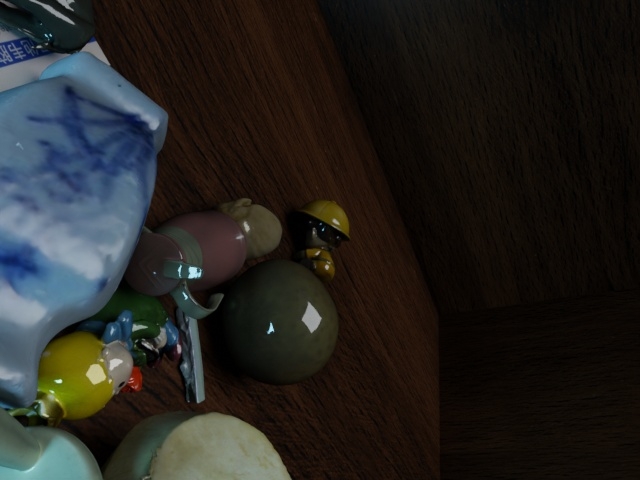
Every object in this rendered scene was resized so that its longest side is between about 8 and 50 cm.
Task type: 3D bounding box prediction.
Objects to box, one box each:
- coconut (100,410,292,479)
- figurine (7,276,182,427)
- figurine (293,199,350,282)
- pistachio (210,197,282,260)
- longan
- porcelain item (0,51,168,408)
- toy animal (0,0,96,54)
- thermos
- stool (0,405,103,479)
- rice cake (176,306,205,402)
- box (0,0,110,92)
[{"bbox_3d":[-0.178,0.392,0.580,0.323,0.323,0.322,-13,90,-67],"label":"coconut"},{"bbox_3d":[-0.297,0.176,0.644,0.234,0.128,0.185,-90,162,-53],"label":"figurine"},{"bbox_3d":[0.005,-0.001,1.375,0.192,0.168,0.256,60,27,-65],"label":"figurine"},{"bbox_3d":[-0.169,-0.019,1.024,0.138,0.153,0.238,39,15,14],"label":"pistachio"},{"bbox_3d":[-0.087,0.173,0.967,0.258,0.258,0.257,-13,90,-67],"label":"longan"},{"bbox_3d":[-0.332,-0.034,0.536,0.243,0.179,0.404,38,45,-31],"label":"porcelain item"},{"bbox_3d":[-0.371,-0.369,0.617,0.146,0.115,0.244,7,92,-59],"label":"toy animal"},{"bbox_3d":[-0.215,0.035,0.757,0.176,0.146,0.265,56,6,-3],"label":"thermos"},{"bbox_3d":[-0.315,0.242,0.381,0.195,0.195,0.198,48,-18,27],"label":"stool"},{"bbox_3d":[-0.242,0.210,0.852,0.042,0.031,0.179,15,64,-71],"label":"rice cake"},{"bbox_3d":[-0.446,-0.271,0.590,0.200,0.065,0.343,65,25,-25],"label":"box"}]
